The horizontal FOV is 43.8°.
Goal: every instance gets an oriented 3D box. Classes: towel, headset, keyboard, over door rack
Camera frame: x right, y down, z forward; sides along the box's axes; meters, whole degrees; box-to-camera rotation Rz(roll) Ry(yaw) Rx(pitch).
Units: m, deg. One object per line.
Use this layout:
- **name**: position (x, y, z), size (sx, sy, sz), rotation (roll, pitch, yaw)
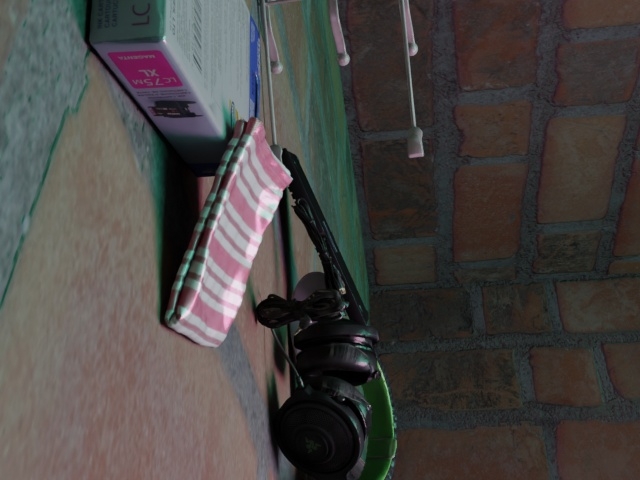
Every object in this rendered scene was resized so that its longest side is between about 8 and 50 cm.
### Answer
- **towel**: position (-0.080, 0.000, 0.730), size (0.144, 0.029, 0.197), rotation (59, 49, -73)
- **headset**: position (0.036, 0.208, 1.140), size (0.394, 0.185, 0.244), rotation (54, 34, -37)
- **keyboard**: position (0.000, 0.000, 1.284), size (0.317, 0.033, 0.201), rotation (65, 6, 1)
- **over door rack**: position (0.028, -0.255, 1.209), size (0.108, 0.239, 0.325), rotation (47, 39, -71)

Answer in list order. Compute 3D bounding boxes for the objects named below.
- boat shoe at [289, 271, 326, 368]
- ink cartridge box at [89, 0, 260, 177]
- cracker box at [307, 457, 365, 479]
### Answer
- **boat shoe**: position (-0.011, 0.184, 1.331), size (0.084, 0.095, 0.258), rotation (130, -39, -75)
- **ink cartridge box**: position (-0.110, -0.177, 0.695), size (0.311, 0.065, 0.186), rotation (58, 30, -71)
- **cracker box**: position (0.057, 0.439, 1.293), size (0.232, 0.067, 0.156), rotation (41, -37, 50)
